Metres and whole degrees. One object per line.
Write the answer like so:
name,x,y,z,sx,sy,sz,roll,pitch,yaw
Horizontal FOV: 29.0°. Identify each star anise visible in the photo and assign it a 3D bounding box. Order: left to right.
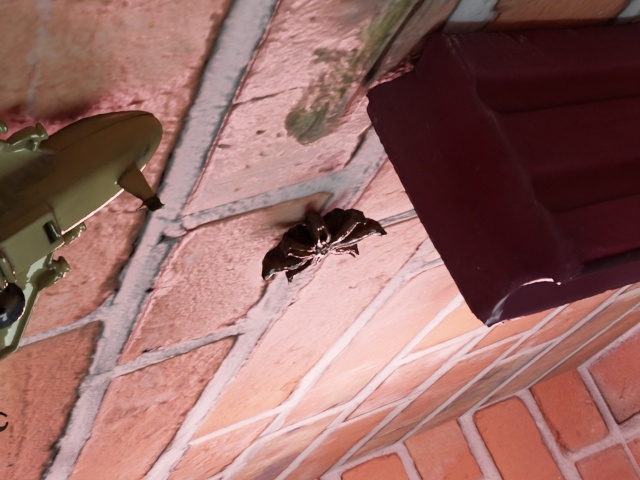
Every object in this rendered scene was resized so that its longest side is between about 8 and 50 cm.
star anise,0.000,-0.002,1.304,0.141,0.042,0.141,-21,164,-6

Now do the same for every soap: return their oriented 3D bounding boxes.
soap,0.242,-0.075,1.120,0.359,0.233,0.128,-11,159,-43

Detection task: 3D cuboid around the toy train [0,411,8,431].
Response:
toy train,-0.422,0.209,1.238,0.219,0.089,0.127,-12,168,-41

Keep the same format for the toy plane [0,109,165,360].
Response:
toy plane,-0.214,-0.013,0.835,0.256,0.104,0.242,-26,140,-13
